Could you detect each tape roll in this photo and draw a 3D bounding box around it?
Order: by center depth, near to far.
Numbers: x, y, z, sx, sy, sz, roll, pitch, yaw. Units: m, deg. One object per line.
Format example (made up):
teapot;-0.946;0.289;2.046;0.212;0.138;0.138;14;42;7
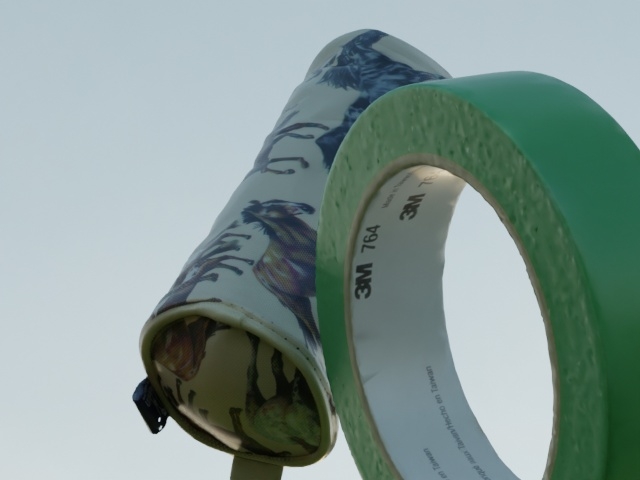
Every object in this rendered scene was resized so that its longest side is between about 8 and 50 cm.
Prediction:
tape roll;0.105;0.060;1.104;0.077;0.321;0.321;-10;-30;-28

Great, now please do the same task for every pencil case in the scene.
pencil case;0.000;0.000;1.432;0.159;0.410;0.184;19;-47;10
